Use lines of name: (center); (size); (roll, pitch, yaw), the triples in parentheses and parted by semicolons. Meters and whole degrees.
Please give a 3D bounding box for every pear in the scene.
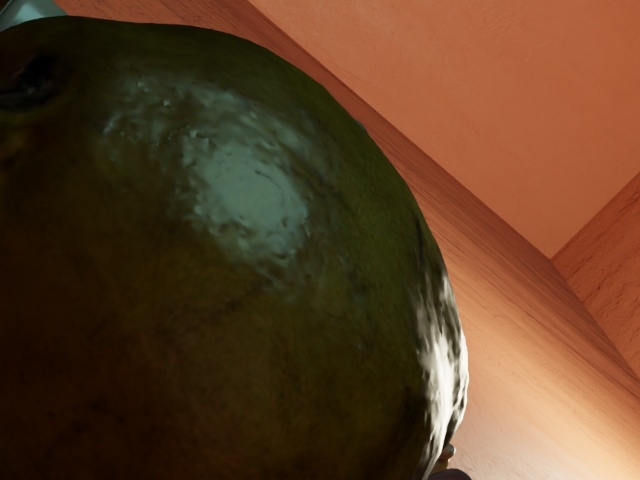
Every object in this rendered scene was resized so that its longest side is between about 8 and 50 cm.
pear: (-0.093, 0.048, 1.034); (0.413, 0.352, 0.352); (41, 12, -23)

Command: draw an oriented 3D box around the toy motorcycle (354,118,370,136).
toy motorcycle: (-0.008, 0.072, 1.325); (0.191, 0.200, 0.326); (-42, 122, -50)

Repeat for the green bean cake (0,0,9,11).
green bean cake: (-0.378, -0.240, 1.294); (0.233, 0.236, 0.124); (38, 10, -37)

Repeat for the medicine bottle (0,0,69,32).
medicine bottle: (-0.290, -0.167, 1.580); (0.225, 0.139, 0.139); (42, 12, -15)

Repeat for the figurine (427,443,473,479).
figurine: (0.075, 0.195, 1.620); (0.184, 0.128, 0.208); (32, 25, -56)
